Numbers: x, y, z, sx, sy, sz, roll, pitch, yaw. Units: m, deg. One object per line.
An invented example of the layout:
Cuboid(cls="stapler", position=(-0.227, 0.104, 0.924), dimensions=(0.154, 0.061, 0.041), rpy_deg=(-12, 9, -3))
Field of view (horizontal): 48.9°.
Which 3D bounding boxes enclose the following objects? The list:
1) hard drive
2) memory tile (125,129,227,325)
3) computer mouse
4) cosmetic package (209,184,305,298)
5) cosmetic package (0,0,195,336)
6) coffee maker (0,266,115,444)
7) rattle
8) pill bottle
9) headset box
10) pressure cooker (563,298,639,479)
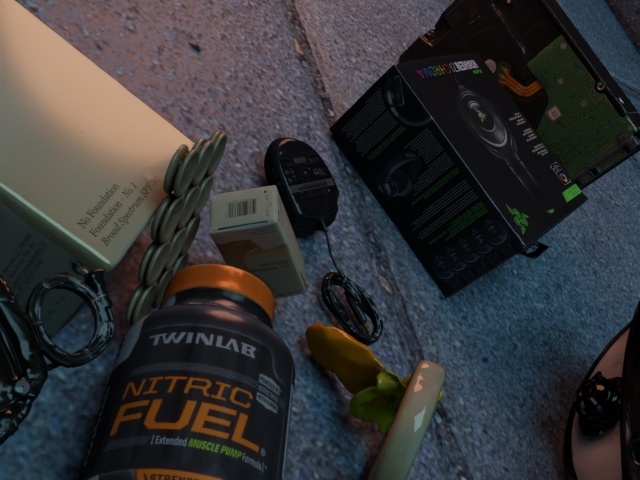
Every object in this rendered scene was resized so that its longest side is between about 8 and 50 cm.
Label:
Cuboid(cls="hard drive", position=(0.291, -0.215, 1.041), dimensions=(0.064, 0.237, 0.339), rpy_deg=(-12, 67, -48))
Cuboid(cls="memory tile", position=(-0.111, -0.012, 0.544), dimensions=(0.012, 0.148, 0.113), rpy_deg=(23, 20, 1))
Cuboid(cls="computer mouse", position=(0.000, 0.000, 0.747), dimensions=(0.071, 0.041, 0.242), rpy_deg=(-11, 74, -39))
Cuboid(cls="cosmetic package", position=(-0.053, 0.006, 0.618), dimensions=(0.115, 0.060, 0.041), rpy_deg=(69, 14, -53))
Cuboid(cls="cosmetic package", position=(-0.261, -0.093, 0.505), dimensions=(0.309, 0.113, 0.160), rpy_deg=(39, 39, -15))
Cuboid(cls="coffee maker", position=(-0.211, 0.094, 0.341), dimensions=(0.171, 0.178, 0.120), rpy_deg=(7, 57, -38))
Cuboid(cls="rattle", position=(0.018, 0.178, 0.587), dimensions=(0.142, 0.130, 0.200), rpy_deg=(32, 67, -4))
Cuboid(cls="pill bottle", position=(-0.086, 0.133, 0.471), dimensions=(0.130, 0.130, 0.246), rpy_deg=(29, 42, -24))
Cuboid(cls="headset box", position=(0.194, -0.090, 0.927), dimensions=(0.246, 0.131, 0.283), rpy_deg=(-23, 77, -50))
Cuboid(cls="pressure cooker", position=(0.474, 0.238, 0.745), dimensions=(0.420, 0.375, 0.370), rpy_deg=(40, 8, -11))
